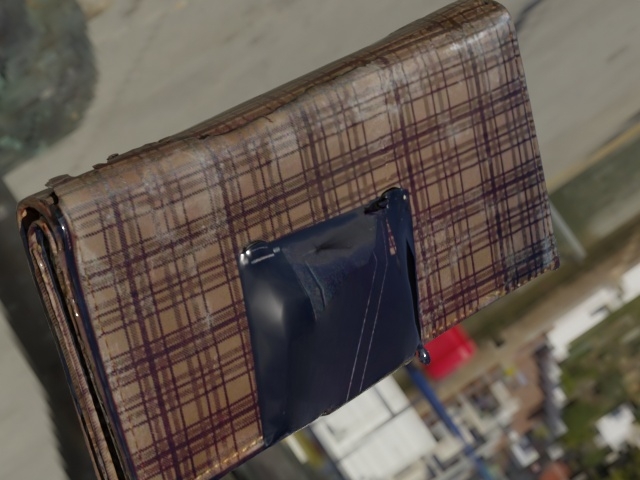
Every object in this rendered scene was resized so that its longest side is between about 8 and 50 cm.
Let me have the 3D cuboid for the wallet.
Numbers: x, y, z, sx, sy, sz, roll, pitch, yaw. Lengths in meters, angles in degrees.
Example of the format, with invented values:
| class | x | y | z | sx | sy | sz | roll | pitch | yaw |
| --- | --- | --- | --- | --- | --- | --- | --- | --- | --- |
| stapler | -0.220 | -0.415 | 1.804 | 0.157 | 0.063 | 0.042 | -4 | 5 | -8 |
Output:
| class | x | y | z | sx | sy | sz | roll | pitch | yaw |
| --- | --- | --- | --- | --- | --- | --- | --- | --- | --- |
| wallet | 0.000 | 0.000 | 0.647 | 0.042 | 0.124 | 0.230 | 1 | -157 | 45 |

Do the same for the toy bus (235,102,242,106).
| class | x | y | z | sx | sy | sz | roll | pitch | yaw |
| --- | --- | --- | --- | --- | --- | --- | --- | --- | --- |
| toy bus | -0.074 | -0.012 | 0.980 | 0.153 | 0.061 | 0.051 | -43 | 175 | -2 |
